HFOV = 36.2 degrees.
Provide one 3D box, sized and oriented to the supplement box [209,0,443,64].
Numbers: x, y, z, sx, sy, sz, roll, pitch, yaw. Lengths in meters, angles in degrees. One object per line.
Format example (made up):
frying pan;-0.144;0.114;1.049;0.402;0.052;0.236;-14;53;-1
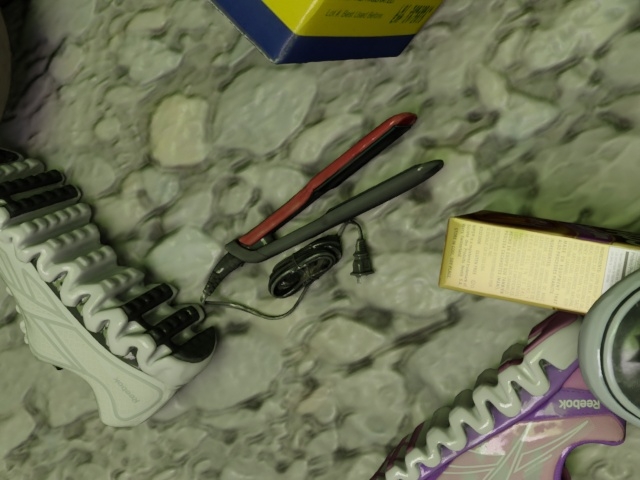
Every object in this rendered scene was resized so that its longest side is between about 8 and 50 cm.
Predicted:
supplement box;0.055;-0.306;0.603;0.195;0.194;0.356;47;117;12

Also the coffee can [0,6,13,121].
coffee can;-0.415;-0.157;0.785;0.275;0.202;0.201;17;100;34

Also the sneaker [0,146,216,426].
sneaker;-0.224;0.035;0.818;0.292;0.110;0.118;44;116;13

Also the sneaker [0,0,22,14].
sneaker;-0.244;-0.309;0.797;0.267;0.101;0.106;-46;76;18

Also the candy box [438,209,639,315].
candy box;0.184;0.019;0.653;0.187;0.109;0.053;11;98;19

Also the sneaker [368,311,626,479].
sneaker;0.122;0.159;0.701;0.236;0.095;0.104;-43;87;18

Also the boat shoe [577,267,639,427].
boat shoe;0.305;0.060;0.484;0.335;0.119;0.121;1;95;4

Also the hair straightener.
hair straightener;0.000;0.000;0.754;0.230;0.047;0.089;-35;81;20
